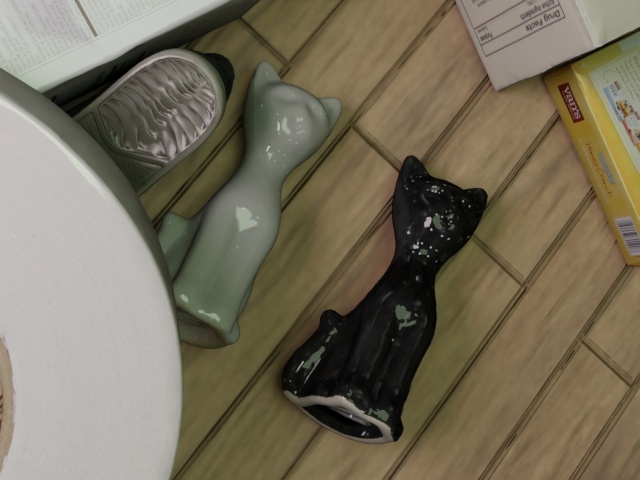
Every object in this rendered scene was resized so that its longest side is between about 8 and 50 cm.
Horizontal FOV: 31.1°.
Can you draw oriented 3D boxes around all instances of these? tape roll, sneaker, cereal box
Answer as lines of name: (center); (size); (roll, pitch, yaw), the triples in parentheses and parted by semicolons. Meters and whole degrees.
tape roll: (-0.268, 0.074, 0.621); (0.392, 0.072, 0.391); (-2, 106, -8)
sneaker: (-0.147, -0.047, 0.755); (0.222, 0.118, 0.083); (-30, 97, 10)
cereal box: (0.317, -0.106, 0.935); (0.240, 0.047, 0.173); (-26, 94, -20)

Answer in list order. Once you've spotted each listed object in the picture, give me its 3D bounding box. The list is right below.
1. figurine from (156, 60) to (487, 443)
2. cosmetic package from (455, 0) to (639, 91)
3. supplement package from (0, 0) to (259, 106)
figurine: (0.000, 0.000, 0.801); (0.215, 0.092, 0.209); (32, 68, -13)
cosmetic package: (0.150, -0.278, 0.837); (0.129, 0.153, 0.296); (-25, 95, -20)
supplement package: (-0.165, -0.165, 0.722); (0.244, 0.134, 0.139); (-30, 97, -20)
